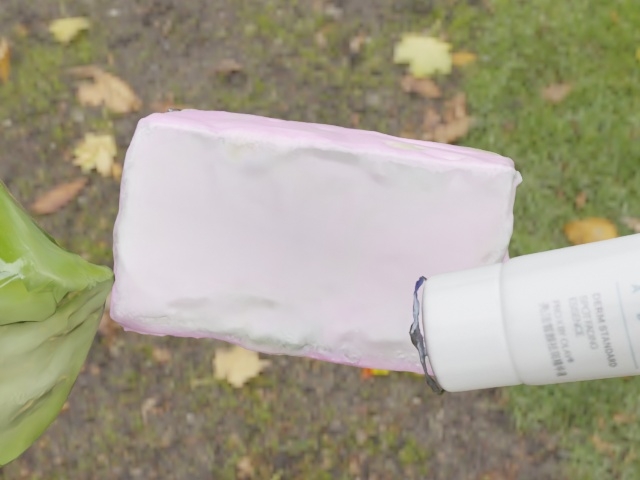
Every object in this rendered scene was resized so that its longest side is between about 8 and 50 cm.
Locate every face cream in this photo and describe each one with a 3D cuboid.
[{"bbox_3d":[0.164,0.027,0.684,0.243,0.092,0.058,-10,27,18],"label":"face cream"}]

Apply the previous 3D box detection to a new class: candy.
[{"bbox_3d":[0.000,0.000,1.047,0.265,0.156,0.116,8,7,4],"label":"candy"}]

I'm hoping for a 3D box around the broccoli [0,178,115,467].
[{"bbox_3d":[-0.217,-0.117,0.581,0.274,0.353,0.397,-22,22,-37],"label":"broccoli"}]
